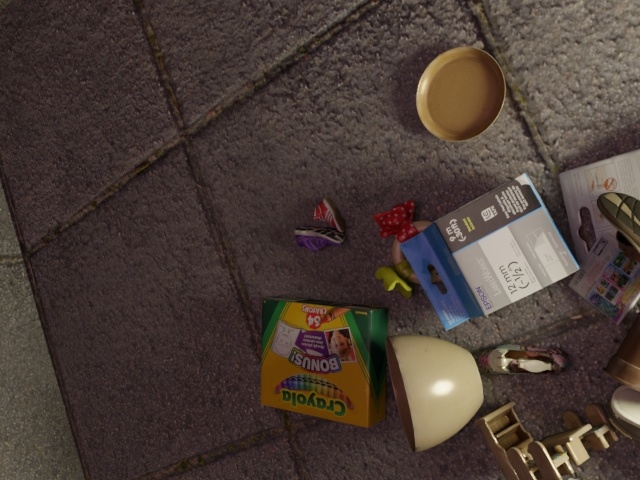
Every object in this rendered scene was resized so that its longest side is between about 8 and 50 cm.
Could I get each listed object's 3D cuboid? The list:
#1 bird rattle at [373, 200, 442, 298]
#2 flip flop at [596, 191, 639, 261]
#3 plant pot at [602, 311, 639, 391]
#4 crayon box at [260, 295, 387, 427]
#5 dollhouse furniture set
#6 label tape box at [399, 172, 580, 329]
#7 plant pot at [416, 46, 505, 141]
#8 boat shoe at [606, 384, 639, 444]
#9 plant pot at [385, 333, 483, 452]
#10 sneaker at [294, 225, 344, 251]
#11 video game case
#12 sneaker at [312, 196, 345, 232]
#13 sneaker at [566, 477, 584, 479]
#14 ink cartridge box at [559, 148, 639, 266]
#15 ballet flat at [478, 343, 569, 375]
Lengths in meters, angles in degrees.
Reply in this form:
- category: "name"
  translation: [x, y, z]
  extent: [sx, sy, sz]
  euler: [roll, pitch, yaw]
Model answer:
- category: "bird rattle"
  translation: [0.246, 0.023, 1.761]
  extent: [0.207, 0.143, 0.253]
  euler: [3, 79, 22]
- category: "flip flop"
  translation: [0.669, 0.010, 1.404]
  extent: [0.277, 0.112, 0.080]
  euler: [54, 145, 23]
- category: "plant pot"
  translation: [0.707, 0.236, 1.421]
  extent: [0.167, 0.167, 0.165]
  euler: [26, 97, 30]
- category: "crayon box"
  translation: [0.004, 0.328, 1.905]
  extent: [0.363, 0.106, 0.313]
  euler: [3, 92, 33]
- category: "dollhouse furniture set"
  translation: [0.490, 0.437, 1.532]
  extent: [0.161, 0.212, 0.242]
  euler: [63, 147, 14]
- category: "label tape box"
  translation: [0.384, 0.036, 1.589]
  extent: [0.348, 0.115, 0.249]
  euler: [-29, 83, 15]
- category: "plant pot"
  translation: [0.354, -0.365, 1.709]
  extent: [0.236, 0.032, 0.236]
  euler: [0, 90, 34]
- category: "boat shoe"
  translation: [0.752, 0.418, 1.427]
  extent: [0.305, 0.091, 0.109]
  euler: [32, 64, 23]
- category: "plant pot"
  translation: [0.284, 0.353, 1.656]
  extent: [0.191, 0.284, 0.284]
  euler: [-12, 83, -3]
- category: "sneaker"
  translation: [0.000, 0.000, 1.940]
  extent: [0.170, 0.068, 0.071]
  euler: [7, 110, 41]
- category: "video game case"
  translation: [0.643, 0.082, 1.499]
  extent: [0.143, 0.019, 0.157]
  euler: [46, 129, 37]
- category: "sneaker"
  translation: [0.022, -0.058, 1.924]
  extent: [0.067, 0.042, 0.118]
  euler: [-39, 63, 23]
- category: "sneaker"
  translation: [0.639, 0.653, 1.507]
  extent: [0.163, 0.086, 0.226]
  euler: [-6, 86, 36]
- category: "ink cartridge box"
  translation: [0.733, -0.049, 1.458]
  extent: [0.385, 0.091, 0.308]
  euler: [-17, 82, 49]
- category: "ballet flat"
  translation: [0.472, 0.288, 1.614]
  extent: [0.222, 0.079, 0.076]
  euler: [-4, 89, 34]
